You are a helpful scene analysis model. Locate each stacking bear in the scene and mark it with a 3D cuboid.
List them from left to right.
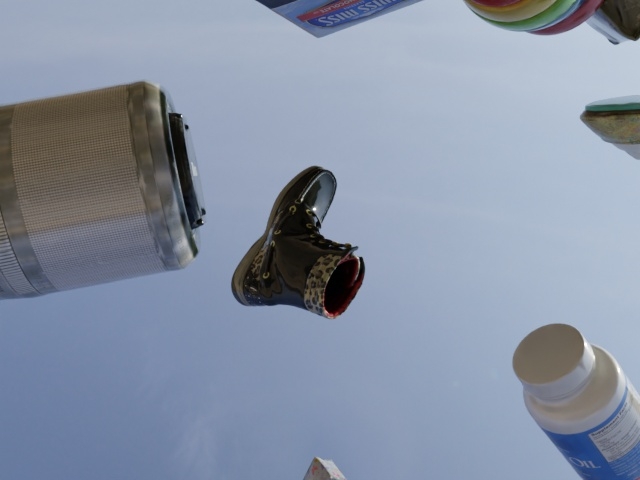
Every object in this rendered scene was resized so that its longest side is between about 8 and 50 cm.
[{"bbox_3d":[0.201,-0.309,0.838,0.175,0.164,0.289,-24,174,33],"label":"stacking bear"}]

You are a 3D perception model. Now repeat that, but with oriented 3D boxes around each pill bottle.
[{"bbox_3d":[0.327,0.204,0.981,0.124,0.221,0.124,-30,-150,19],"label":"pill bottle"}]

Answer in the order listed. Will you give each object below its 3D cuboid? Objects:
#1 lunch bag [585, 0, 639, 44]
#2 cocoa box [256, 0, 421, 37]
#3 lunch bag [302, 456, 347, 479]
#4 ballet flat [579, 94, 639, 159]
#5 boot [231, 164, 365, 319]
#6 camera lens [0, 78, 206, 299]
[{"bbox_3d":[0.432,-0.412,1.021,0.169,0.287,0.235,39,-161,4],"label":"lunch bag"},{"bbox_3d":[0.063,-0.482,1.161,0.347,0.228,0.231,-10,-106,36],"label":"cocoa box"},{"bbox_3d":[0.003,0.450,1.448,0.083,0.053,0.071,-63,-147,7],"label":"lunch bag"},{"bbox_3d":[0.535,-0.187,1.259,0.349,0.123,0.123,-21,-138,-37],"label":"ballet flat"},{"bbox_3d":[0.000,0.002,1.084,0.179,0.085,0.236,9,-121,45],"label":"boot"},{"bbox_3d":[-0.277,-0.056,0.895,0.274,0.219,0.219,-11,-137,-4],"label":"camera lens"}]
